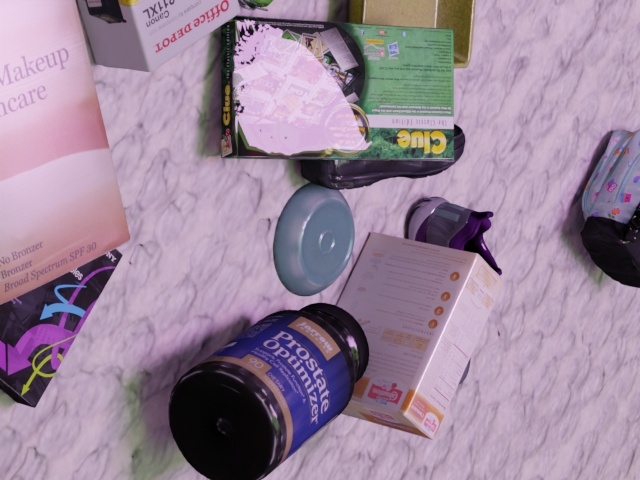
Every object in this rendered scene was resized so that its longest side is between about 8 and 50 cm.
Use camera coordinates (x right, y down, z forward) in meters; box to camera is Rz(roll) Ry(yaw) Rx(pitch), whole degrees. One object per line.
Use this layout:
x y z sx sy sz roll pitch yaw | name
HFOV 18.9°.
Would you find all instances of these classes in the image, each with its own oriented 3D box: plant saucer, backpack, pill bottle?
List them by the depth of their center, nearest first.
-0.042 0.139 1.840 0.219 0.123 0.122 -35 125 -56 | pill bottle
0.000 0.000 1.948 0.119 0.021 0.119 -16 111 -47 | plant saucer
0.089 -0.270 1.966 0.188 0.045 0.188 -8 106 -49 | plant saucer
0.387 -0.051 2.328 0.182 0.115 0.152 -64 150 -18 | backpack

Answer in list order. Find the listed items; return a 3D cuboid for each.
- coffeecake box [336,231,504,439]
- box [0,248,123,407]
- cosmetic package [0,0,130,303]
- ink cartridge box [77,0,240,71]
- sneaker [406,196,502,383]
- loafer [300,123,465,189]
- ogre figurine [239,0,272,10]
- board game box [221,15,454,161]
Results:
0.083 0.096 1.977 0.068 0.142 0.185 43 67 -46 | coffeecake box
-0.247 0.047 1.657 0.116 0.029 0.162 48 62 -45 | box
-0.267 -0.116 1.493 0.153 0.129 0.296 -29 116 -38 | cosmetic package
-0.151 -0.251 1.661 0.127 0.072 0.175 -40 127 -37 | ink cartridge box
0.152 0.065 2.086 0.083 0.098 0.223 -31 122 -42 | sneaker
0.071 -0.104 1.962 0.223 0.076 0.078 -12 116 -44 | loafer
-0.048 -0.293 1.734 0.118 0.197 0.096 9 65 -35 | ogre figurine
0.020 -0.144 1.861 0.260 0.030 0.136 0 89 -33 | board game box
